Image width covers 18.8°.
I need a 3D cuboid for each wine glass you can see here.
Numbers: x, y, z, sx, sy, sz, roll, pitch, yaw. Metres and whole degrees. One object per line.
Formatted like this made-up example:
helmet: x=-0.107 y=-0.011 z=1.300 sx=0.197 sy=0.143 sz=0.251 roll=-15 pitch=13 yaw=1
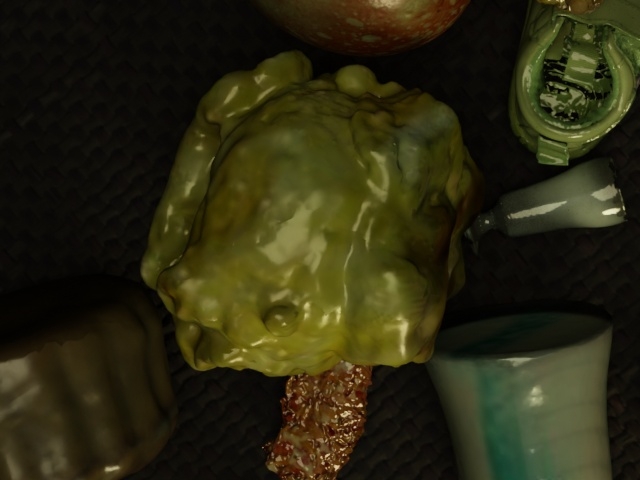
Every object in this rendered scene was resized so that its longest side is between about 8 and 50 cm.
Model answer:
wine glass: x=0.211 y=-0.033 z=1.855 sx=0.155 sy=0.072 sz=0.072 roll=-14 pitch=96 yaw=7

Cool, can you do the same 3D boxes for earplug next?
earplug: x=0.203 y=0.234 z=1.851 sx=0.185 sy=0.185 sz=0.324 roll=-7 pitch=104 yaw=6

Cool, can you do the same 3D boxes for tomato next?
tomato: x=0.023 y=-0.299 z=1.738 sx=0.270 sy=0.222 sz=0.270 roll=13 pitch=109 yaw=43

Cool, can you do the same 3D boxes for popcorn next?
popcorn: x=-0.012 y=-0.007 z=1.772 sx=0.312 sy=0.312 sz=0.312 roll=1 pitch=97 yaw=5

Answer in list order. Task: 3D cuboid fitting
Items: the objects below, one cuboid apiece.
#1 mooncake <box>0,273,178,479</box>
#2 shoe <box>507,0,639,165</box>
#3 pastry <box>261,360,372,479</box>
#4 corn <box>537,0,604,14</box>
mooncake: x=-0.277 y=0.146 z=1.814 sx=0.290 sy=0.290 sz=0.161 roll=-14 pitch=102 yaw=6
shoe: x=0.261 y=-0.195 z=1.817 sx=0.140 sy=0.128 sz=0.262 roll=16 pitch=101 yaw=-11
pastry: x=0.006 y=0.165 z=1.905 sx=0.087 sy=0.063 sz=0.169 roll=23 pitch=103 yaw=11
corn: x=0.207 y=-0.304 z=1.754 sx=0.097 sy=0.097 sz=0.262 roll=-15 pitch=52 yaw=6
